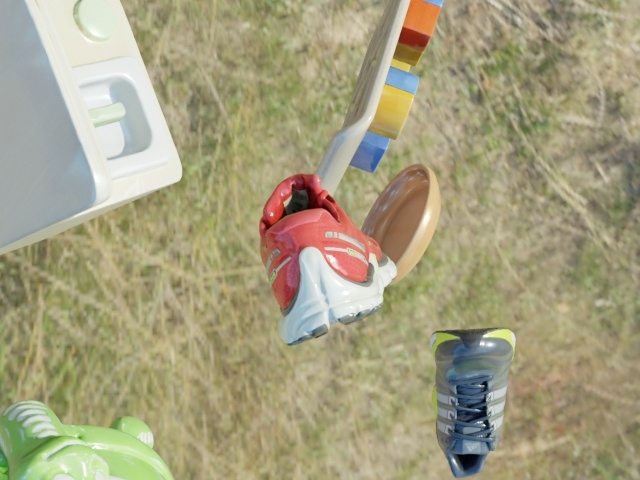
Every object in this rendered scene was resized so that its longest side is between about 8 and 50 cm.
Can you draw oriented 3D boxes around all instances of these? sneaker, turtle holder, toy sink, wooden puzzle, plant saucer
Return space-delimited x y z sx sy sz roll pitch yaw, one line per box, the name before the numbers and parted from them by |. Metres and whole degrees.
sneaker | 0.000 0.000 1.113 0.107 0.279 0.118 -20 96 0
sneaker | 0.196 0.204 1.710 0.111 0.121 0.300 -4 148 5
turtle holder | -0.188 0.267 1.067 0.243 0.227 0.320 11 121 -38
toy sink | -0.198 -0.085 0.963 0.234 0.131 0.153 -20 92 45
wooden puzzle | 0.089 -0.218 1.854 0.080 0.348 0.322 24 159 -2
plant saucer | 0.113 -0.014 1.926 0.037 0.200 0.200 26 116 -19
